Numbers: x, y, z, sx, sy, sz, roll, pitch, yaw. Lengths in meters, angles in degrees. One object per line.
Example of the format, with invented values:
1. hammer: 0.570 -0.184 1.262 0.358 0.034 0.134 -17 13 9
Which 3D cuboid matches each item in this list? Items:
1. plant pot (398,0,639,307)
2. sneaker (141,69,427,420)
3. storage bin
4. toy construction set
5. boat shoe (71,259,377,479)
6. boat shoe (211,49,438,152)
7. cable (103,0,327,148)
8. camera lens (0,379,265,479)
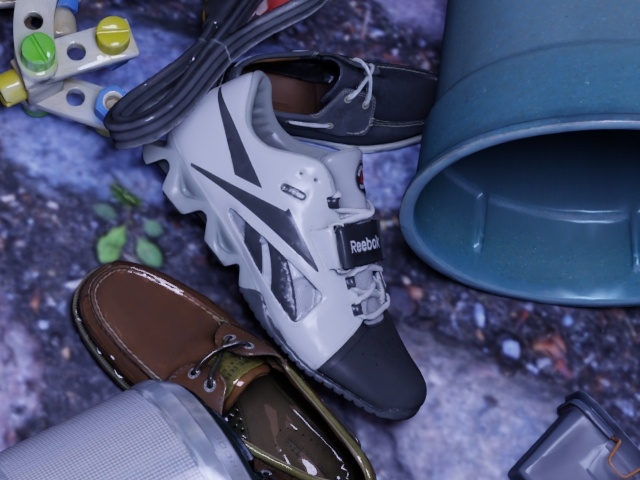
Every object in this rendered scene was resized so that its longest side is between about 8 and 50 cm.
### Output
1. plant pot: 0.244 -0.161 1.444 0.341 0.341 0.334 9 64 -12
2. sneaker: 0.000 0.000 1.400 0.146 0.122 0.330 -41 86 19
3. storage bin: 0.235 0.212 1.438 0.091 0.098 0.135 -41 85 -12
4. toy construction set: -0.323 -0.186 1.402 0.327 0.151 0.215 -3 75 -25
5. boat shoe: -0.073 0.116 1.378 0.307 0.104 0.111 38 67 0
6. boat shoe: 0.021 -0.131 1.503 0.233 0.079 0.084 2 72 -16
7. cable: -0.075 -0.162 1.429 0.139 0.072 0.287 2 44 25
8. camera lens: -0.175 0.248 1.244 0.274 0.219 0.219 -25 80 -21
